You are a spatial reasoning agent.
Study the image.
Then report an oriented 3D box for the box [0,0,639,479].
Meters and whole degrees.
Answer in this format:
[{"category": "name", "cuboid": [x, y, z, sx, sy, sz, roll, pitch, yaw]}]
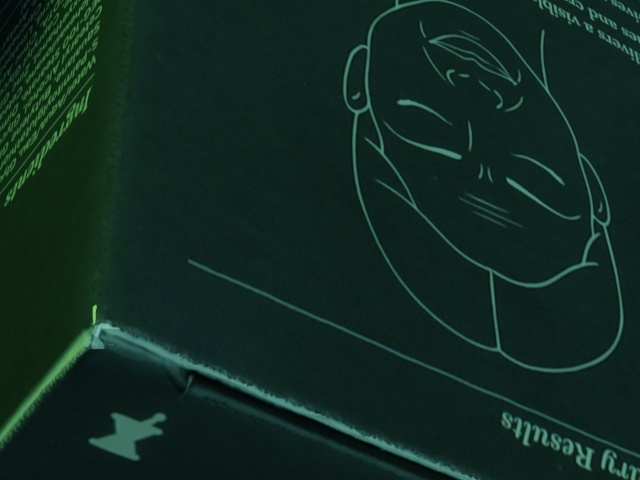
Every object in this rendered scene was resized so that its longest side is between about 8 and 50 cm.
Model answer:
[{"category": "box", "cuboid": [0.000, 0.000, 0.765, 0.293, 0.212, 0.395, 25, 40, -23]}]
